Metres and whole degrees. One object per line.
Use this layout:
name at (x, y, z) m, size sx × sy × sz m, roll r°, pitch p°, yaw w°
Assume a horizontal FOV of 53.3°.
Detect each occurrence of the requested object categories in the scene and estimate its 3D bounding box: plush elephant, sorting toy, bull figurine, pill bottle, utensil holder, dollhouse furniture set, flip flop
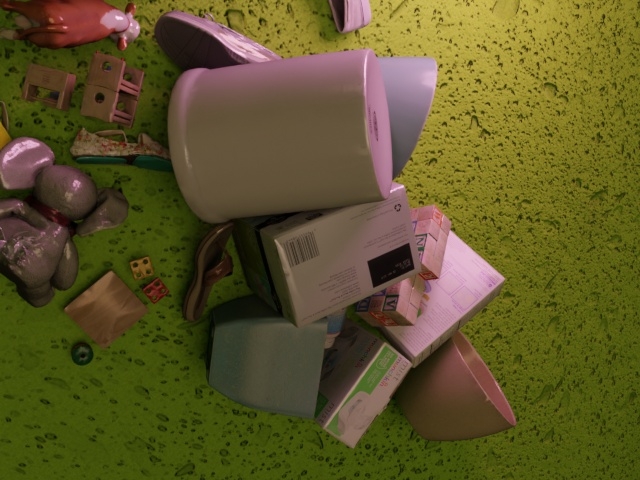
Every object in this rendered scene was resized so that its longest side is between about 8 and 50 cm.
plush elephant at (-0.545, -0.047, 1.252) m, size 0.272 × 0.330 × 0.255 m, roll 45°, pitch 62°, yaw -20°
sorting toy at (-0.476, 0.145, 1.438) m, size 0.274 × 0.046 × 0.132 m, roll -42°, pitch 116°, yaw -12°
bull figurine at (-0.480, -0.418, 1.211) m, size 0.189 × 0.310 × 0.101 m, roll 8°, pitch 108°, yaw 7°
pill bottle at (0.018, 0.190, 1.617) m, size 0.087 × 0.087 × 0.160 m, roll 0°, pitch 118°, yaw -27°
utensil holder at (-0.064, -0.213, 1.315) m, size 0.386 × 0.327 × 0.327 m, roll -5°, pitch 107°, yaw 14°
dollhouse furniture set at (-0.482, -0.321, 1.309) m, size 0.184 × 0.129 × 0.128 m, roll 15°, pitch 95°, yaw 1°
flip flop at (-0.246, 0.076, 1.473) m, size 0.080 × 0.112 × 0.277 m, roll 26°, pitch 109°, yaw 14°

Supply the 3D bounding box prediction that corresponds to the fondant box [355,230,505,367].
fondant box at (0.290, 0.141, 1.715) m, size 0.330 × 0.238 × 0.096 m, roll -37°, pitch 154°, yaw -16°

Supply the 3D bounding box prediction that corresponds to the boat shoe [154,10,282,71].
boat shoe at (-0.212, -0.420, 1.420) m, size 0.321 × 0.103 × 0.118 m, roll 17°, pitch 136°, yaw -26°

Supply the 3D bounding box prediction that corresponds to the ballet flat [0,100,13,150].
ballet flat at (-0.663, -0.279, 1.243) m, size 0.077 × 0.077 × 0.230 m, roll -31°, pitch 118°, yaw -41°

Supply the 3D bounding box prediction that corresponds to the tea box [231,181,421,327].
tea box at (0.000, 0.000, 1.486) m, size 0.329 × 0.323 × 0.219 m, roll -22°, pitch 111°, yaw -21°

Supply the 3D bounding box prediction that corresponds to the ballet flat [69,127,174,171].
ballet flat at (-0.412, -0.199, 1.377) m, size 0.241 × 0.091 × 0.077 m, roll 3°, pitch 78°, yaw -31°

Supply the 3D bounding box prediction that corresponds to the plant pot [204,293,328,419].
plant pot at (-0.144, 0.259, 1.529) m, size 0.252 × 0.248 × 0.247 m, roll 7°, pitch 99°, yaw -14°

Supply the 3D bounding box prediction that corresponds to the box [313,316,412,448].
box at (0.071, 0.360, 1.657) m, size 0.127 × 0.231 × 0.262 m, roll 41°, pitch 82°, yaw -28°

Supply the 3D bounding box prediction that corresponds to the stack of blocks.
stack of blocks at (0.212, 0.066, 1.614) m, size 0.087 × 0.171 × 0.297 m, roll 40°, pitch 56°, yaw -36°

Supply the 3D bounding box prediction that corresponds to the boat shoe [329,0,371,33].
boat shoe at (0.039, -0.625, 1.502) m, size 0.088 × 0.096 × 0.267 m, roll -30°, pitch 121°, yaw -23°

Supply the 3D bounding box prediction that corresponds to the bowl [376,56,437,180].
bowl at (0.140, -0.311, 1.529) m, size 0.163 × 0.311 × 0.311 m, roll 17°, pitch 94°, yaw -10°

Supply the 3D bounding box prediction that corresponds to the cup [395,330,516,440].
cup at (0.355, 0.430, 1.796) m, size 0.237 × 0.331 × 0.331 m, roll -35°, pitch 117°, yaw 12°
